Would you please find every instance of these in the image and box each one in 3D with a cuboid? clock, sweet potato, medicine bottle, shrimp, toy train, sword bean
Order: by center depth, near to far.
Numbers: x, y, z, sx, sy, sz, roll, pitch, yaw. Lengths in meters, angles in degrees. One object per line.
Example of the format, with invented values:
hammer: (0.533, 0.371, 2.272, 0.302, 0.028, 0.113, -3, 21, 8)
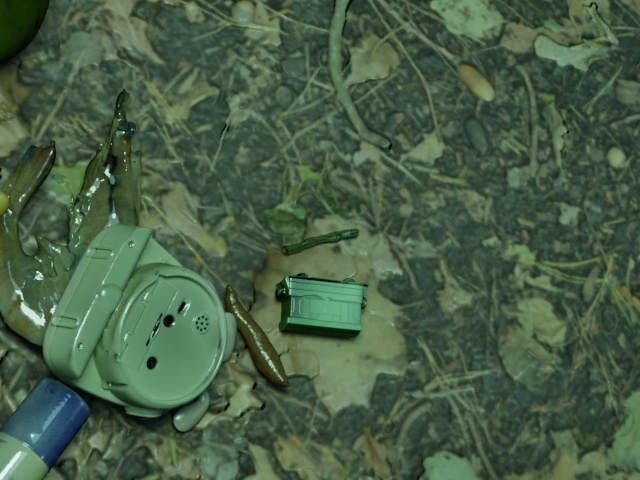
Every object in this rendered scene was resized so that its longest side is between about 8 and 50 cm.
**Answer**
medicine bottle: (-0.290, 0.224, 1.396, 0.059, 0.059, 0.231, 38, 64, -4)
clock: (-0.150, 0.086, 1.459, 0.191, 0.062, 0.151, 38, 68, -37)
shrimp: (-0.242, -0.022, 1.500, 0.145, 0.059, 0.254, 3, 76, -8)
sweet potato: (-0.063, 0.095, 1.539, 0.026, 0.026, 0.115, -29, 79, -25)
toy train: (0.001, 0.064, 1.564, 0.093, 0.038, 0.056, 7, 73, -17)
sword bean: (0.000, 0.000, 1.599, 0.083, 0.012, 0.012, -15, 78, -22)

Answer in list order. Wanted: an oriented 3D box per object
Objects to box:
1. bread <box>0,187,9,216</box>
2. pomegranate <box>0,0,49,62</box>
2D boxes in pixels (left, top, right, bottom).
bread: (-0.435, 0.003, 1.384, 0.311, 0.121, 0.173, -40, 85, -26)
pomegranate: (-0.360, -0.247, 1.474, 0.225, 0.187, 0.187, 0, 72, -2)
